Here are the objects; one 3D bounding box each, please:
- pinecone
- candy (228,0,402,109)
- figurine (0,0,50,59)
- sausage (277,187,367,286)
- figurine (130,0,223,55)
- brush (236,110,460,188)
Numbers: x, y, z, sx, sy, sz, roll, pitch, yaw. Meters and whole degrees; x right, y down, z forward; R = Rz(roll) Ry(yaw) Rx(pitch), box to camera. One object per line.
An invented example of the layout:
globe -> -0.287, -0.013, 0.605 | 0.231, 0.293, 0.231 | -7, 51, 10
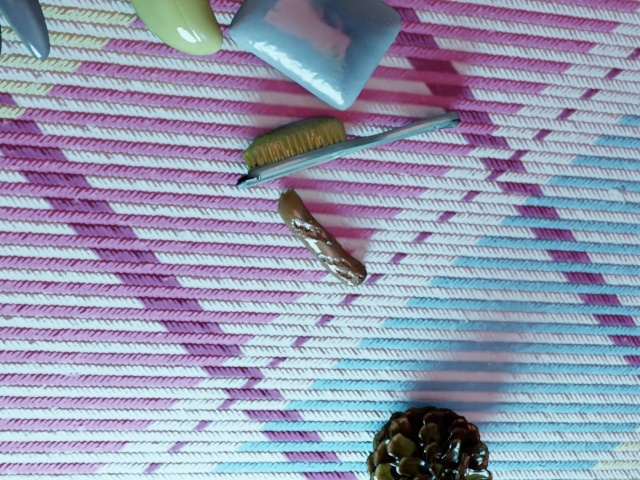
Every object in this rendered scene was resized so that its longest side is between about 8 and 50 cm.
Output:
pinecone -> 0.149, 0.297, 1.357 | 0.163, 0.165, 0.163 | 0, 91, -17
candy -> -0.005, -0.252, 1.225 | 0.174, 0.071, 0.138 | 32, 92, -18
figurine -> -0.341, -0.371, 1.042 | 0.361, 0.266, 0.377 | -31, 121, -21
sausage -> 0.000, 0.000, 1.312 | 0.036, 0.042, 0.158 | -29, 112, 34
figurine -> -0.132, -0.367, 1.139 | 0.222, 0.124, 0.324 | -10, 106, -17
brush -> 0.030, -0.131, 1.279 | 0.297, 0.068, 0.060 | -17, 86, -15
